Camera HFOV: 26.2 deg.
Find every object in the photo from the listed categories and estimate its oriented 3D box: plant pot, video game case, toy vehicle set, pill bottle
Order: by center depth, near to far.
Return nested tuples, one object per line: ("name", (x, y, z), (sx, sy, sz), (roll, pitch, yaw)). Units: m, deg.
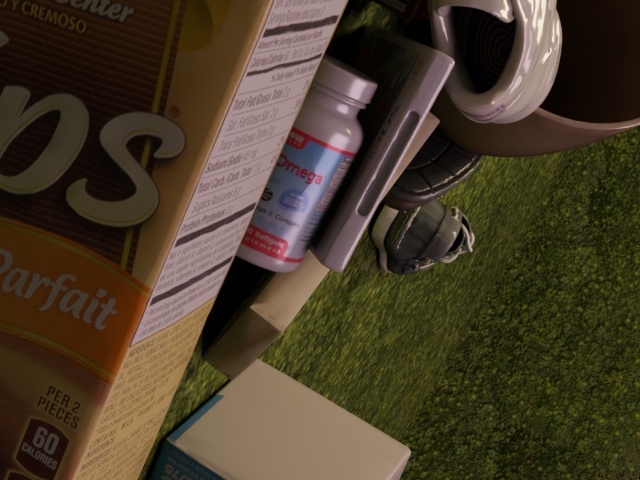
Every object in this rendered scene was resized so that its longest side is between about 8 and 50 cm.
("pill bottle", (-0.021, -0.063, 1.045), (0.160, 0.087, 0.087), (-63, 166, 12))
("video game case", (0.028, -0.082, 1.118), (0.183, 0.023, 0.201), (-62, -163, 7))
("toy vehicle set", (0.000, 0.000, 1.261), (0.267, 0.035, 0.166), (-53, -177, -28))
("plant pot", (0.210, -0.187, 1.370), (0.256, 0.256, 0.274), (-55, -178, -20))

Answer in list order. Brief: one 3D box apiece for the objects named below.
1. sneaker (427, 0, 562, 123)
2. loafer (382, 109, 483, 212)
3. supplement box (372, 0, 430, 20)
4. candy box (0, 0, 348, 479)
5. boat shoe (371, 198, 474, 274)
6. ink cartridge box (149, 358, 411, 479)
("sneaker", (0.148, -0.239, 1.076), (0.152, 0.114, 0.305), (-24, 117, -67))
("loafer", (0.140, -0.110, 1.536), (0.267, 0.096, 0.084), (-52, 170, -38))
("supplement box", (0.072, -0.213, 1.139), (0.043, 0.055, 0.083), (-65, 165, 19))
("candy box", (-0.127, -0.020, 0.537), (0.316, 0.183, 0.087), (-65, 167, 22))
("boat shoe", (0.140, 0.003, 1.747), (0.116, 0.099, 0.319), (-60, 167, -2))
("ink cartridge box", (-0.071, 0.309, 1.408), (0.198, 0.197, 0.270), (-38, 154, -59))
